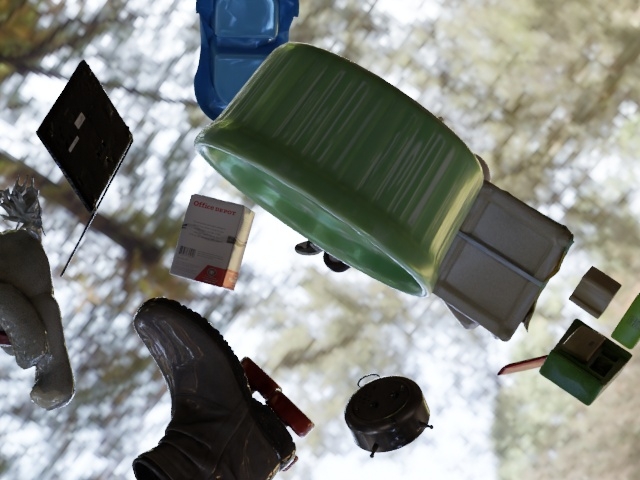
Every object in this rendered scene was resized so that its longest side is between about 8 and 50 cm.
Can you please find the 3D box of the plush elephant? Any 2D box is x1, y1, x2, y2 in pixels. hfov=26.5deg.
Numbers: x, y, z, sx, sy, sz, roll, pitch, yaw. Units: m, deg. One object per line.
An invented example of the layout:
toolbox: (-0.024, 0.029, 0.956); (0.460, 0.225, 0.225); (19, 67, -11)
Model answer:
plush elephant: (-0.508, 0.085, 1.908); (0.255, 0.330, 0.272); (-12, -150, -23)

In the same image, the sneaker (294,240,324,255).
sneaker: (0.000, 0.000, 2.064); (0.032, 0.083, 0.037); (-93, -5, -53)

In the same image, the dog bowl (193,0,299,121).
dog bowl: (-0.123, -0.329, 2.220); (0.166, 0.297, 0.074); (1, -149, -5)

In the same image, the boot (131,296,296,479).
boot: (-0.199, 0.259, 1.970); (0.338, 0.118, 0.223); (49, -132, -1)

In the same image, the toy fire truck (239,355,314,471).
toy fire truck: (-0.168, 0.286, 2.406); (0.254, 0.169, 0.302); (47, 175, -39)

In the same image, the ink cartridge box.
ink cartridge box: (-0.171, 0.003, 2.166); (0.099, 0.135, 0.056); (14, 176, 22)

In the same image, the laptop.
laptop: (-0.415, -0.123, 2.283); (0.264, 0.137, 0.234); (60, -153, -29)

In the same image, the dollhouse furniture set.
dollhouse furniture set: (0.322, 0.055, 1.909); (0.302, 0.197, 0.151); (35, -153, 14)

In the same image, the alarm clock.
alarm clock: (0.096, 0.258, 2.132); (0.064, 0.129, 0.192); (66, 176, -27)

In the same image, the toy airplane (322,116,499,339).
toy airplane: (0.195, -0.024, 2.157); (0.384, 0.272, 0.386); (41, 163, -11)

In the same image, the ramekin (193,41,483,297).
ramekin: (0.028, -0.081, 1.473); (0.303, 0.148, 0.303); (33, 173, 5)

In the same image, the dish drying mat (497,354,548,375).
dish drying mat: (0.295, 0.179, 1.954); (0.083, 0.032, 0.008); (-10, -120, -24)
